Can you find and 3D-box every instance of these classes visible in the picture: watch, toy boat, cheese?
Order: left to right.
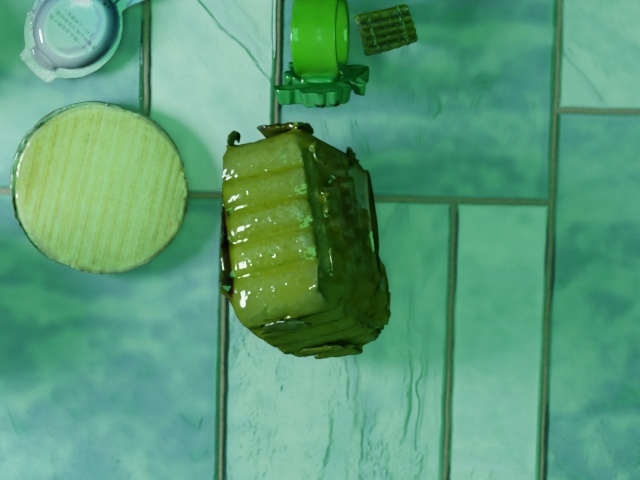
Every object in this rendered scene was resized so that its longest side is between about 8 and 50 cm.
[{"bbox_3d":[-0.336,-0.335,1.921,0.135,0.052,0.244,44,89,-9],"label":"cheese"},{"bbox_3d":[0.005,-0.281,1.893,0.131,0.165,0.152,3,113,11],"label":"watch"},{"bbox_3d":[0.097,-0.312,1.941,0.115,0.016,0.063,-23,97,-43],"label":"toy boat"}]

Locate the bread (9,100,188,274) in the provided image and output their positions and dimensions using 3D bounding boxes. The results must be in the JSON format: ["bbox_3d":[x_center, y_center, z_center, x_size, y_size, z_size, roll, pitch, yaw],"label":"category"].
[{"bbox_3d":[-0.327,-0.078,1.948,0.267,0.040,0.267,0,94,-4],"label":"bread"}]

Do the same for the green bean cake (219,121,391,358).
[{"bbox_3d":[0.000,0.000,1.894,0.202,0.285,0.310,-11,72,19],"label":"green bean cake"}]
